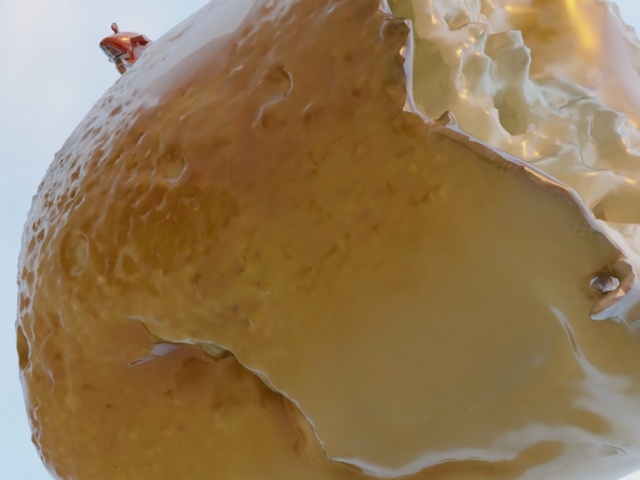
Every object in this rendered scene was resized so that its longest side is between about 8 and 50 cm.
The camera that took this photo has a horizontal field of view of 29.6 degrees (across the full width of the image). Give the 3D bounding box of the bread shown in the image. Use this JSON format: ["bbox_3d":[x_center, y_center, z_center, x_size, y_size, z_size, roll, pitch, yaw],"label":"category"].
[{"bbox_3d":[0.000,0.000,0.678,0.394,0.250,0.361,-30,-134,23],"label":"bread"}]

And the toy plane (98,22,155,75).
[{"bbox_3d":[-0.155,-0.181,1.336,0.126,0.194,0.077,137,-44,-54],"label":"toy plane"}]
